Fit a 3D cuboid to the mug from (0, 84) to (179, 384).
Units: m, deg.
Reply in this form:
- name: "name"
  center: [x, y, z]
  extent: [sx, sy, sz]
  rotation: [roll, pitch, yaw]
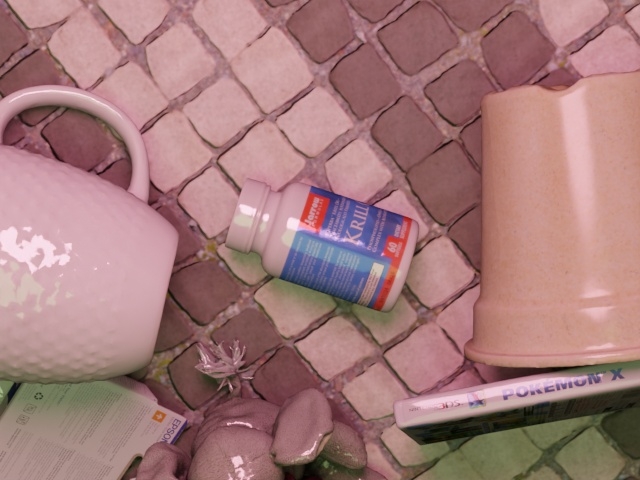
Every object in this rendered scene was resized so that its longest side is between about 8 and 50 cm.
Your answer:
- name: "mug"
  center: [-0.336, -0.011, 1.605]
  extent: [0.328, 0.276, 0.374]
  rotation: [13, 73, -6]

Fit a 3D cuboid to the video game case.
- name: "video game case"
  center: [0.249, 0.194, 1.594]
  extent: [0.300, 0.329, 0.036]
  rotation: [-11, 77, 6]

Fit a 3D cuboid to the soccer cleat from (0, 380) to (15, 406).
- name: "soccer cleat"
  center: [-0.442, 0.137, 1.742]
  extent: [0.076, 0.068, 0.196]
  rotation: [-31, 109, 5]

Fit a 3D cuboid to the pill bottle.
- name: "pill bottle"
  center: [0.000, 0.000, 1.646]
  extent: [0.222, 0.124, 0.124]
  rotation: [18, 105, -3]

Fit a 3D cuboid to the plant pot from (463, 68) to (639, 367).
- name: "plant pot"
  center: [0.313, -0.035, 1.545]
  extent: [0.334, 0.334, 0.305]
  rotation: [-7, 93, 5]

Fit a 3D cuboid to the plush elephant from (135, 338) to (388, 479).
- name: "plush elephant"
  center: [-0.082, 0.301, 1.664]
  extent: [0.272, 0.255, 0.330]
  rotation: [-23, 103, 9]

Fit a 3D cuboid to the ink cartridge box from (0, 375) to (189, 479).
- name: "ink cartridge box"
  center: [-0.324, 0.267, 1.764]
  extent: [0.224, 0.045, 0.223]
  rotation: [29, 106, -24]
